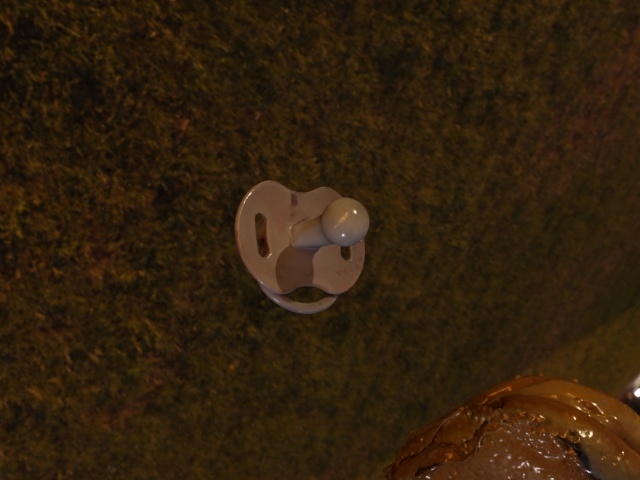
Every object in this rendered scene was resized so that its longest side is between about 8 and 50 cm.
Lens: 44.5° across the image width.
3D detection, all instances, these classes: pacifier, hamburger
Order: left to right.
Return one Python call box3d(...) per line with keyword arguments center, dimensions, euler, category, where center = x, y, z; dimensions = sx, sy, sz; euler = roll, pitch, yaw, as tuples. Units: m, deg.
box3d(center=(0.000, 0.000, 0.470), dimensions=(0.099, 0.081, 0.078), euler=(3, 163, -40), category="pacifier")
box3d(center=(0.238, 0.278, 0.885), dimensions=(0.158, 0.318, 0.319), euler=(-59, 171, -53), category="hamburger")
